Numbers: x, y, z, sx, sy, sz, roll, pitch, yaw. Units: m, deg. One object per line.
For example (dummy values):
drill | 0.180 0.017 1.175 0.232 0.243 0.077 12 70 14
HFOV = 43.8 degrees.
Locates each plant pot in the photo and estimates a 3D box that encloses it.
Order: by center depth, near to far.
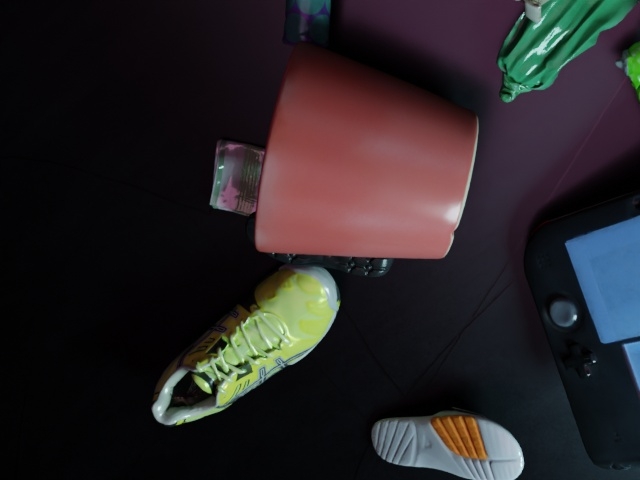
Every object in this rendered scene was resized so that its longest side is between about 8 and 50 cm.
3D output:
plant pot | 0.061 -0.095 1.030 0.243 0.275 0.275 12 116 1

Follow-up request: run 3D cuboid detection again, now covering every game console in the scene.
game console | 0.444 0.099 0.963 0.386 0.060 0.342 -24 77 48

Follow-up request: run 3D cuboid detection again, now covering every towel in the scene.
towel | -0.090 -0.084 1.196 0.151 0.023 0.113 15 116 10

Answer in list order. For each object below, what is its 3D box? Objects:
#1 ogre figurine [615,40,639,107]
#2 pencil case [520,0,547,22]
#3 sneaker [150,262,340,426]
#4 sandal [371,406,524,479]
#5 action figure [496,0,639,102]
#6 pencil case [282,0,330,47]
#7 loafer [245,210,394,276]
ogre figurine | 0.438 -0.227 0.942 0.118 0.097 0.197 32 142 -15
pencil case | 0.159 -0.441 0.860 0.183 0.160 0.410 -41 86 19
sneaker | -0.116 0.178 1.246 0.145 0.147 0.384 45 116 -3
sandal | 0.202 0.308 1.254 0.265 0.076 0.102 -3 98 40
action figure | 0.293 -0.268 0.980 0.137 0.063 0.232 35 114 -2
pencil case | -0.018 -0.331 1.046 0.064 0.070 0.152 -5 112 -19
loafer | 0.000 0.000 1.172 0.223 0.078 0.076 14 112 6
